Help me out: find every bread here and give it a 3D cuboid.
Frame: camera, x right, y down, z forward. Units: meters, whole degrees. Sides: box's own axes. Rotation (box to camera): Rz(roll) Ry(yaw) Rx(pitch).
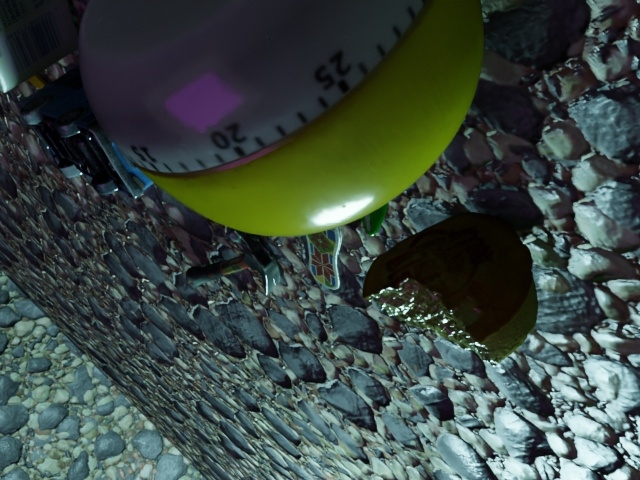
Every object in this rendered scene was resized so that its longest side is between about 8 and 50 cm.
[{"bbox_3d":[0.129,0.036,0.658,0.156,0.125,0.086,18,151,42],"label":"bread"}]

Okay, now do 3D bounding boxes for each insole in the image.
[{"bbox_3d":[0.000,0.000,0.894,0.065,0.006,0.193,29,148,25],"label":"insole"}]

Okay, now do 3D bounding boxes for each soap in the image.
[{"bbox_3d":[-0.425,-0.318,0.881,0.182,0.138,0.199,33,150,22],"label":"soap"}]

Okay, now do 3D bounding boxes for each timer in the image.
[{"bbox_3d":[0.000,-0.108,0.509,0.285,0.285,0.285,32,149,22],"label":"timer"}]

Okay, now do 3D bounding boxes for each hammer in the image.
[{"bbox_3d":[-0.151,0.042,1.118,0.111,0.033,0.287,52,151,-13],"label":"hammer"}]

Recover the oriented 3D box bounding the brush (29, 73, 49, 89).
[{"bbox_3d":[-0.441,-0.248,1.126,0.272,0.013,0.103,45,152,-4],"label":"brush"}]

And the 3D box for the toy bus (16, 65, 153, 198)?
[{"bbox_3d":[-0.279,-0.148,0.924,0.234,0.133,0.116,22,145,44],"label":"toy bus"}]

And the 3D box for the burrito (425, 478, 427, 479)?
[{"bbox_3d":[0.206,0.495,1.231,0.064,0.064,0.203,12,138,44],"label":"burrito"}]
